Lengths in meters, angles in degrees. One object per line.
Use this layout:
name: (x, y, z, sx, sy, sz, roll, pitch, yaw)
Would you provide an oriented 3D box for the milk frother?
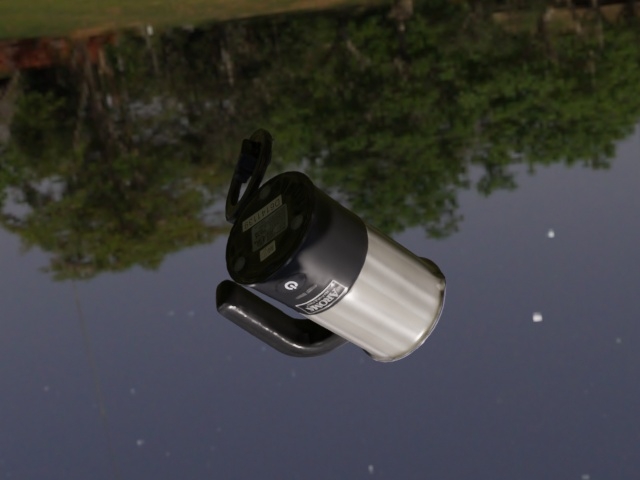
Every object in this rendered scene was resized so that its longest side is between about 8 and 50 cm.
milk frother: (0.000, 0.000, 0.773, 0.129, 0.143, 0.135, -20, 139, 41)
